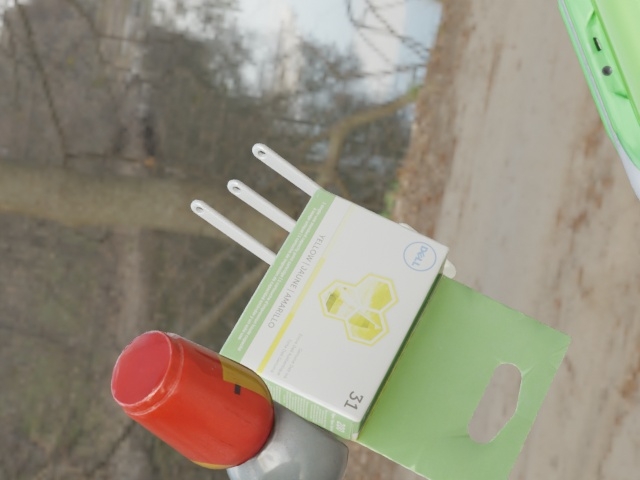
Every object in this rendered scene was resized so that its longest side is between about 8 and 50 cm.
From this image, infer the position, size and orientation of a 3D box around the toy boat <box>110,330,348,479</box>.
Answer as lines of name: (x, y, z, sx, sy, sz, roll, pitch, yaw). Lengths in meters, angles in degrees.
toy boat: (-0.028, 0.190, 0.628, 0.267, 0.148, 0.318, -30, 45, 24)

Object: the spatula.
spatula: (0.000, 0.000, 1.364, 0.168, 0.242, 0.019, -39, 20, 46)

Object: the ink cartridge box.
ink cartridge box: (0.063, 0.081, 1.058, 0.171, 0.235, 0.056, -60, -13, -26)

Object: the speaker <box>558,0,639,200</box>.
speaker: (0.284, -0.167, 1.144, 0.131, 0.131, 0.296, 148, 103, -76)
